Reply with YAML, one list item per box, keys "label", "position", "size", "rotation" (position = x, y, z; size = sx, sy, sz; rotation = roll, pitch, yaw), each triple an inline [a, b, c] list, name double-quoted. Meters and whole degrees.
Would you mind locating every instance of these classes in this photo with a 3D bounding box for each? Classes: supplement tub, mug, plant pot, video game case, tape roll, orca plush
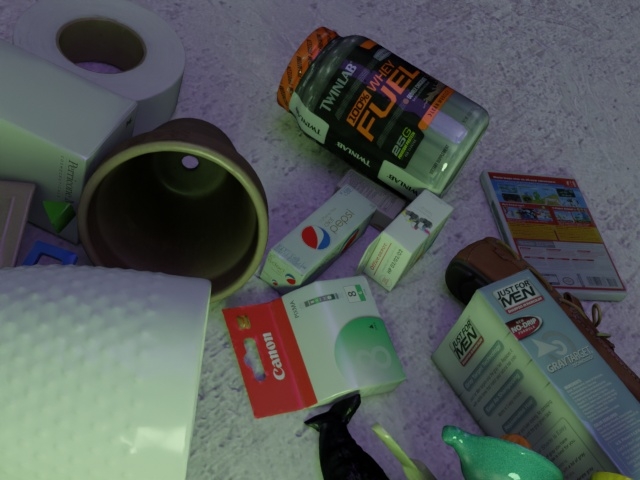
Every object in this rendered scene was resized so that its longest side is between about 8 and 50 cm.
- label: "supplement tub"
  position: [0.105, -0.220, 1.516]
  size: [0.338, 0.207, 0.207]
  rotation: [32, 47, 9]
- label: "mug"
  position: [-0.309, 0.208, 0.971]
  size: [0.328, 0.276, 0.373]
  rotation: [7, 75, -6]
- label: "plant pot"
  position: [-0.204, -0.071, 1.264]
  size: [0.263, 0.263, 0.229]
  rotation: [13, 31, -10]
- label: "video game case"
  position: [0.421, -0.013, 1.581]
  size: [0.204, 0.025, 0.285]
  rotation: [3, 50, -18]
- label: "tape roll"
  position: [-0.376, -0.298, 1.472]
  size: [0.286, 0.100, 0.286]
  rotation: [10, 48, -12]
- label: "orca plush"
  position: [0.079, 0.321, 1.107]
  size: [0.151, 0.102, 0.287]
  rotation: [2, 50, -19]

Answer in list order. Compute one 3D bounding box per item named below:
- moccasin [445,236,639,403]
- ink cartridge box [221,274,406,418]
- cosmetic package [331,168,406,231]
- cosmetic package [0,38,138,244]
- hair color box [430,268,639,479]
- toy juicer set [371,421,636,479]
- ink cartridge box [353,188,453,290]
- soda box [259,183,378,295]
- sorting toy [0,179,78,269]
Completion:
- label: "moccasin"
  position: [0.372, 0.137, 1.369]
  size: [0.147, 0.139, 0.380]
  rotation: [-31, 57, -28]
- label: "ink cartridge box"
  position: [-0.009, 0.148, 1.250]
  size: [0.225, 0.056, 0.181]
  rotation: [-5, 58, -27]
- label: "cosmetic package"
  position: [0.082, -0.068, 1.488]
  size: [0.115, 0.041, 0.060]
  rotation: [33, 47, 8]
- label: "cosmetic package"
  position: [-0.472, -0.174, 1.265]
  size: [0.366, 0.197, 0.155]
  rotation: [25, 47, 3]
- label: "hair color box"
  position: [0.331, 0.246, 1.211]
  size: [0.114, 0.185, 0.374]
  rotation: [-18, 59, -32]
- label: "toy juicer set"
  position: [0.236, 0.304, 1.105]
  size: [0.329, 0.209, 0.089]
  rotation: [16, 60, 17]
- label: "ink cartridge box"
  position: [0.132, 0.008, 1.397]
  size: [0.062, 0.104, 0.181]
  rotation: [37, 49, 13]
- label: "soda box"
  position: [0.000, 0.000, 1.375]
  size: [0.069, 0.074, 0.216]
  rotation: [38, 49, 12]
- label: "sorting toy"
  position: [-0.492, 0.002, 1.172]
  size: [0.348, 0.047, 0.195]
  rotation: [5, 64, 3]
